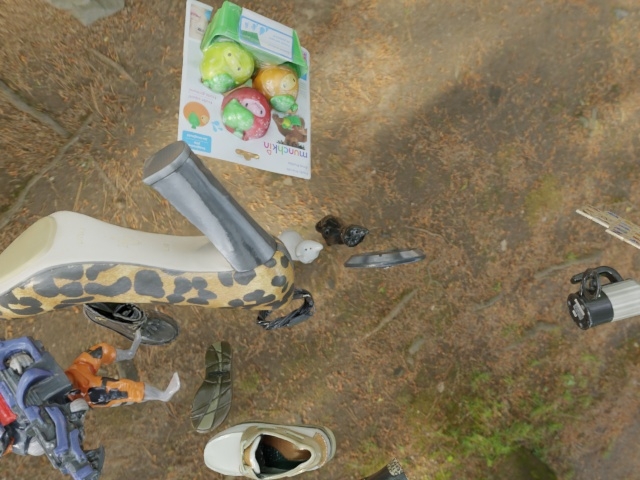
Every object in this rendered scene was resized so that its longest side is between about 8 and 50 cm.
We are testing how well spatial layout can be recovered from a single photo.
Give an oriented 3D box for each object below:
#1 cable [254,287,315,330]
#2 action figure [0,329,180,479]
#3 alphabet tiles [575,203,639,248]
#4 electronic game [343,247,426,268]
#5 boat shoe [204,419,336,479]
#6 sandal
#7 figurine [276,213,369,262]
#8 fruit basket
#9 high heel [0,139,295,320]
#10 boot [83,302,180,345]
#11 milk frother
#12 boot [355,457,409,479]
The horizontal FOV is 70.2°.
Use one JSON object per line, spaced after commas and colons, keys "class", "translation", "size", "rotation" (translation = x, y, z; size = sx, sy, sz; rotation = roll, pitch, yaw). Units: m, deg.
{"class": "cable", "translation": [-0.109, 0.195, 1.320], "size": [0.184, 0.150, 0.047], "rotation": [-22, 124, -5]}
{"class": "action figure", "translation": [-0.420, 0.303, 0.787], "size": [0.330, 0.341, 0.179], "rotation": [-14, 131, -41]}
{"class": "alphabet tiles", "translation": [0.723, -0.018, 1.060], "size": [0.198, 0.237, 0.009], "rotation": [-14, 133, -47]}
{"class": "electronic game", "translation": [0.178, 0.054, 1.271], "size": [0.229, 0.229, 0.048], "rotation": [-7, 90, -21]}
{"class": "boat shoe", "translation": [-0.125, 0.439, 0.957], "size": [0.302, 0.103, 0.113], "rotation": [-16, 73, 18]}
{"class": "sandal", "translation": [-0.242, 0.339, 1.057], "size": [0.090, 0.219, 0.060], "rotation": [-5, 136, 0]}
{"class": "figurine", "translation": [0.000, 0.000, 1.216], "size": [0.215, 0.209, 0.092], "rotation": [-20, 101, -18]}
{"class": "fruit basket", "translation": [-0.150, -0.338, 1.032], "size": [0.327, 0.165, 0.353], "rotation": [9, 70, -34]}
{"class": "high heel", "translation": [-0.159, 0.048, 0.401], "size": [0.261, 0.093, 0.186], "rotation": [-27, 129, 14]}
{"class": "boot", "translation": [-0.439, 0.186, 1.064], "size": [0.263, 0.229, 0.091], "rotation": [23, 69, -24]}
{"class": "milk frother", "translation": [0.621, 0.113, 0.974], "size": [0.134, 0.143, 0.129], "rotation": [-16, 79, 1]}
{"class": "boot", "translation": [0.174, 0.715, 1.236], "size": [0.178, 0.236, 0.085], "rotation": [-31, 109, -3]}
